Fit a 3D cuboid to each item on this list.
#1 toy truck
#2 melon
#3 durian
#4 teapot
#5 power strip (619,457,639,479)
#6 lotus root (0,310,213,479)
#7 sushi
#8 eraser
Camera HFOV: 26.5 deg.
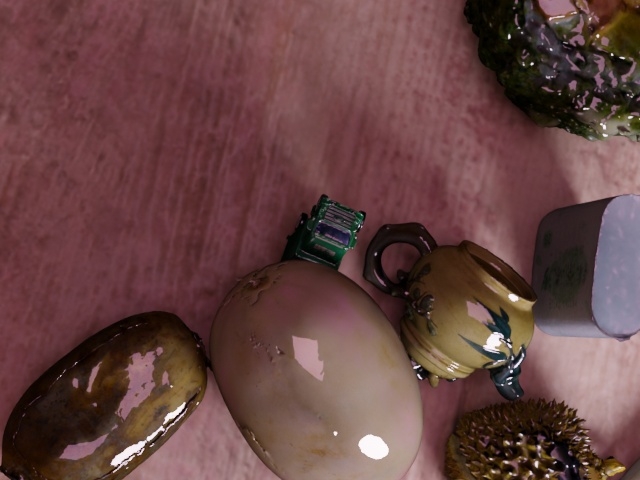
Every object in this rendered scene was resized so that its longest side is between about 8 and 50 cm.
[{"bbox_3d":[0.000,0.000,1.670,0.065,0.147,0.079,23,69,-9],"label":"toy truck"},{"bbox_3d":[-0.004,0.166,1.618,0.223,0.223,0.317,-36,110,-10],"label":"melon"},{"bbox_3d":[0.285,0.294,1.714,0.237,0.138,0.194,-4,87,-11],"label":"durian"},{"bbox_3d":[0.158,0.096,1.700,0.269,0.173,0.182,38,106,3],"label":"teapot"},{"bbox_3d":[0.481,0.301,1.792,0.338,0.058,0.098,-45,96,-10],"label":"power strip"},{"bbox_3d":[-0.256,0.200,1.612,0.275,0.152,0.160,-40,95,-18],"label":"lotus root"},{"bbox_3d":[0.363,-0.277,1.737,0.351,0.178,0.294,13,88,-13],"label":"sushi"},{"bbox_3d":[0.336,0.037,1.691,0.081,0.227,0.174,10,85,-10],"label":"eraser"}]
